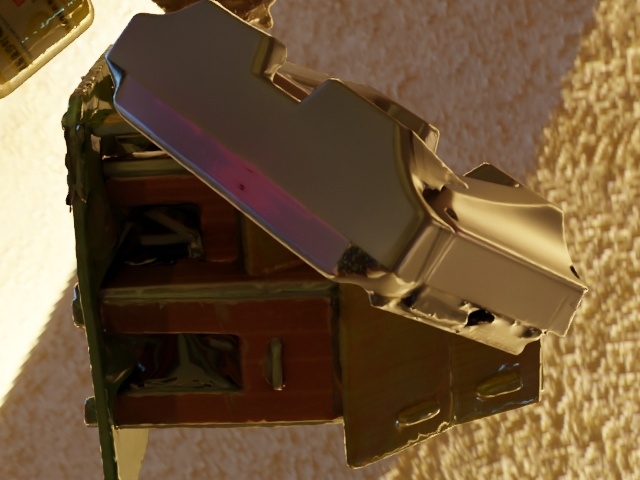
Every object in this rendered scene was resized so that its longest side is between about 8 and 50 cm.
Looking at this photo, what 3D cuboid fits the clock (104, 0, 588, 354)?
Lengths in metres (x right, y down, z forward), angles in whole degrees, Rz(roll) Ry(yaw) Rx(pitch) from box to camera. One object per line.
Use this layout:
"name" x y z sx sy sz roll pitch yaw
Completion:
"clock" 0.016 -0.041 0.784 0.253 0.186 0.083 37 -81 36

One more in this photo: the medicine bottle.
"medicine bottle" -0.312 -0.173 1.244 0.212 0.122 0.122 -43 -120 -11

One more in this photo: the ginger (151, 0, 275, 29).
"ginger" -0.087 -0.245 1.039 0.193 0.052 0.176 34 -112 -18

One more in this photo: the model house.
"model house" 0.000 0.000 1.064 0.324 0.300 0.340 -1 -161 2
